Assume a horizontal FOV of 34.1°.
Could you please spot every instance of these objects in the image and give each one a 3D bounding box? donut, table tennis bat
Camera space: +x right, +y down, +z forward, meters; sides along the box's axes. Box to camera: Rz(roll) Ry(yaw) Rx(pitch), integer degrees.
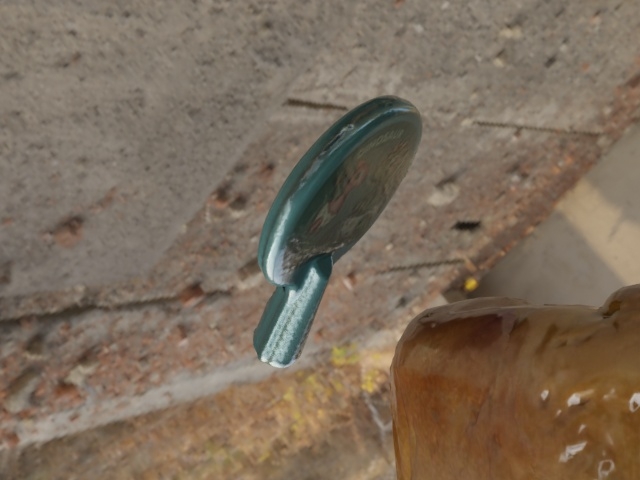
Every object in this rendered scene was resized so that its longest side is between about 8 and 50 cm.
[{"bbox_3d":[0.185,0.102,0.573,0.299,0.150,0.317,3,175,8],"label":"donut"},{"bbox_3d":[0.000,0.000,0.610,0.124,0.033,0.201,-27,149,-45],"label":"table tennis bat"}]
